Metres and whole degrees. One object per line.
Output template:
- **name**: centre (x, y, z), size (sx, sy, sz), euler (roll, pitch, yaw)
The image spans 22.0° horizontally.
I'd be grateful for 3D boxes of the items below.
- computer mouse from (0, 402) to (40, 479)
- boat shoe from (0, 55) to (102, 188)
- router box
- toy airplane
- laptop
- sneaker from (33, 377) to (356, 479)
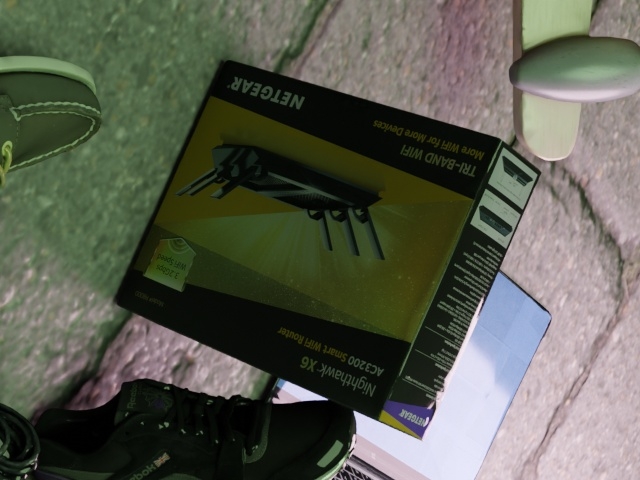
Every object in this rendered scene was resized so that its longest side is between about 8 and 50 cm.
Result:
- **computer mouse**: centre (-0.353, 0.198, 1.211), size (0.272, 0.188, 0.072), euler (-52, 155, -4)
- **boat shoe**: centre (-0.284, -0.063, 1.206), size (0.305, 0.091, 0.109), euler (-14, 149, -39)
- **router box**: centre (0.000, 0.000, 1.389), size (0.081, 0.308, 0.243), euler (30, 82, -52)
- **toy airplane**: centre (0.249, -0.323, 1.557), size (0.384, 0.272, 0.386), euler (-54, 135, -16)
- **laptop**: centre (0.143, 0.215, 1.681), size (0.236, 0.408, 0.382), euler (-38, 138, 14)
- **sneaker**: centre (-0.114, 0.171, 1.382), size (0.107, 0.283, 0.124), euler (-88, 159, -54)
